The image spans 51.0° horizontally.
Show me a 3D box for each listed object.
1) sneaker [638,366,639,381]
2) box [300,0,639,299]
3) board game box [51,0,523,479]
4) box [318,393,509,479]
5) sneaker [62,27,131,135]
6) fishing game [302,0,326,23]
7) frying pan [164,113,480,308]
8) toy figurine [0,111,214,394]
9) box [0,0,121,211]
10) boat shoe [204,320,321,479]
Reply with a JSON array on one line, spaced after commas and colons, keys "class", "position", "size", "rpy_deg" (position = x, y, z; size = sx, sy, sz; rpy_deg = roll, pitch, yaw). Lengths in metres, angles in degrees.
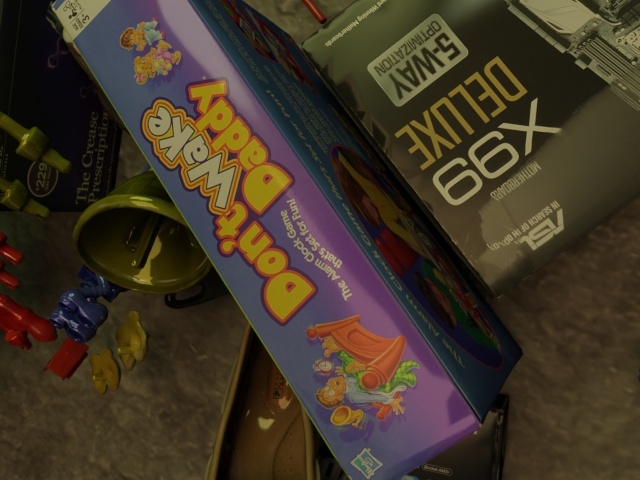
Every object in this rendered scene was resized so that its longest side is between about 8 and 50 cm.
[{"class": "sneaker", "position": [0.300, 0.033, 0.484], "size": [0.105, 0.095, 0.236], "rpy_deg": [20, 100, 28]}, {"class": "box", "position": [0.179, -0.140, 0.502], "size": [0.307, 0.076, 0.242], "rpy_deg": [-36, 78, 7]}, {"class": "board game box", "position": [-0.003, -0.028, 0.474], "size": [0.078, 0.233, 0.347], "rpy_deg": [-38, 76, 17]}, {"class": "box", "position": [0.050, 0.211, 0.606], "size": [0.220, 0.051, 0.175], "rpy_deg": [6, 94, 22]}, {"class": "sneaker", "position": [-0.199, -0.141, 0.655], "size": [0.065, 0.061, 0.158], "rpy_deg": [-17, 128, 32]}, {"class": "fishing game", "position": [0.060, -0.323, 0.593], "size": [0.264, 0.041, 0.189], "rpy_deg": [-39, 78, 10]}, {"class": "frying pan", "position": [0.020, 0.020, 0.612], "size": [0.326, 0.053, 0.197], "rpy_deg": [-45, 75, 19]}, {"class": "toy figurine", "position": [-0.174, -0.036, 0.590], "size": [0.191, 0.217, 0.362], "rpy_deg": [36, 142, -9]}, {"class": "box", "position": [-0.282, -0.162, 0.656], "size": [0.103, 0.184, 0.261], "rpy_deg": [11, 96, 21]}, {"class": "boat shoe", "position": [-0.047, 0.182, 0.518], "size": [0.105, 0.089, 0.285], "rpy_deg": [-7, 56, 13]}]
